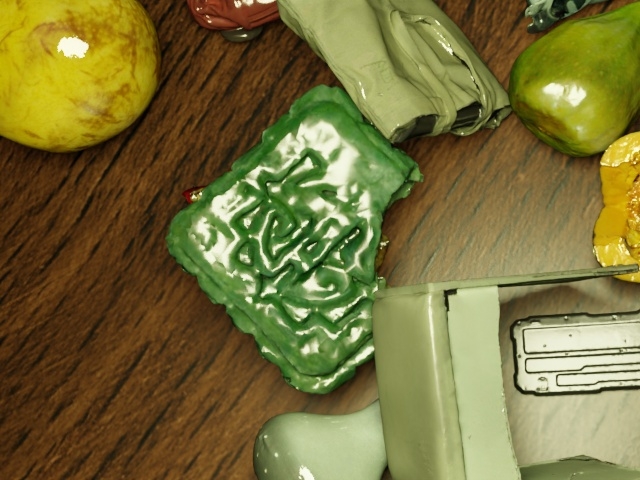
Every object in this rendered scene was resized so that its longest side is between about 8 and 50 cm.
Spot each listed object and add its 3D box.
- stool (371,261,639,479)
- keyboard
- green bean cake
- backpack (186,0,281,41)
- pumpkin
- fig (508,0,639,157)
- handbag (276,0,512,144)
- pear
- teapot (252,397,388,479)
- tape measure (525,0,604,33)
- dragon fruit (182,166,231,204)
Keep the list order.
[{"bbox_3d":[0.216,0.161,1.057,0.270,0.170,0.243,-5,86,-17],"label":"stool"},{"bbox_3d":[0.374,0.140,1.176,0.262,0.016,0.106,-6,75,14],"label":"keyboard"},{"bbox_3d":[0.000,0.000,1.187,0.308,0.169,0.300,-44,95,-3],"label":"green bean cake"},{"bbox_3d":[-0.101,-0.415,1.377,0.229,0.139,0.229,-4,76,17],"label":"backpack"},{"bbox_3d":[0.406,-0.035,1.164,0.119,0.108,0.183,8,86,24],"label":"pumpkin"},{"bbox_3d":[0.340,-0.205,1.208,0.167,0.167,0.233,28,45,20],"label":"fig"},{"bbox_3d":[0.108,-0.235,1.210,0.109,0.316,0.253,-47,70,34],"label":"handbag"},{"bbox_3d":[-0.372,-0.259,1.354,0.281,0.281,0.280,-4,76,14],"label":"pear"},{"bbox_3d":[0.049,0.257,1.164,0.251,0.183,0.183,-33,70,-7],"label":"teapot"},{"bbox_3d":[0.348,-0.444,1.262,0.275,0.147,0.256,-29,69,11],"label":"tape measure"},{"bbox_3d":[-0.107,-0.086,1.322,0.192,0.092,0.122,-10,74,13],"label":"dragon fruit"}]
